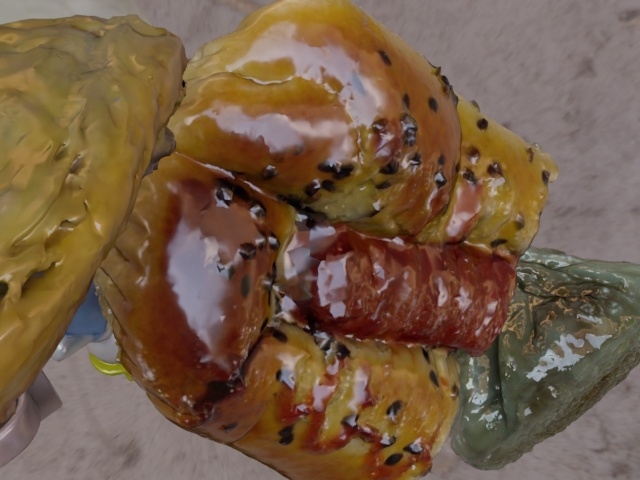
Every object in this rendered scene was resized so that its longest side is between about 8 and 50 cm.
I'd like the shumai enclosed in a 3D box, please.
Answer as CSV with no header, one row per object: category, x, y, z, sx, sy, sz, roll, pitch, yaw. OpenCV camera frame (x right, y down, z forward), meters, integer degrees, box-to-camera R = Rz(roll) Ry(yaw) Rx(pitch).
shumai,0.210,0.069,1.525,0.304,0.309,0.263,-47,71,11

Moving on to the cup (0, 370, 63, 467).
cup,-0.375,0.158,1.369,0.200,0.253,0.191,-37,131,-15

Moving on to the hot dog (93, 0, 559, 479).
hot dog,0.000,0.000,1.117,0.365,0.196,0.367,33,80,-38

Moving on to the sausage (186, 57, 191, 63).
sausage,-0.100,-0.161,1.512,0.304,0.078,0.078,3,83,-47

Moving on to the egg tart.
egg tart,-0.194,0.037,0.505,0.351,0.339,0.153,-40,101,22

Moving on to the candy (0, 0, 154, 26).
candy,-0.217,-0.047,0.798,0.295,0.295,0.185,-21,87,-6

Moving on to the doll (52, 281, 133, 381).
doll,-0.269,0.085,1.638,0.098,0.241,0.135,-32,46,7
